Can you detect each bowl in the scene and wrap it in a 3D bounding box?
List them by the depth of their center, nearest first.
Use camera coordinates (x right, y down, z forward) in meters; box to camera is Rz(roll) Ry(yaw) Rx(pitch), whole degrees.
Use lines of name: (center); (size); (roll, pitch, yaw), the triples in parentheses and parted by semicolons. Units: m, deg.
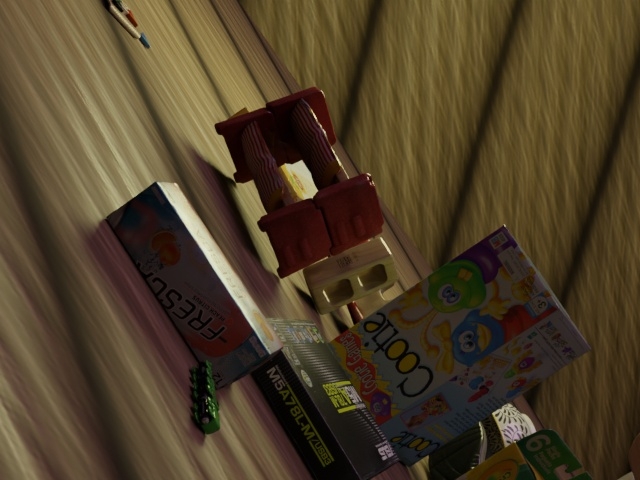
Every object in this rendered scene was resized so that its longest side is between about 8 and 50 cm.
bowl: (0.290, 0.316, 1.722); (0.170, 0.080, 0.170); (170, -90, -74)

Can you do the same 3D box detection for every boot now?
boot: (0.227, 0.361, 1.475); (0.179, 0.085, 0.236); (53, 18, -25)

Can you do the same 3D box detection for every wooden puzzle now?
wooden puzzle: (-0.274, -0.318, 1.507); (0.116, 0.014, 0.079); (44, 15, -52)

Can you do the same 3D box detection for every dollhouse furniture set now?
dollhouse furniture set: (0.000, 0.000, 1.518); (0.374, 0.152, 0.201); (71, -6, -48)

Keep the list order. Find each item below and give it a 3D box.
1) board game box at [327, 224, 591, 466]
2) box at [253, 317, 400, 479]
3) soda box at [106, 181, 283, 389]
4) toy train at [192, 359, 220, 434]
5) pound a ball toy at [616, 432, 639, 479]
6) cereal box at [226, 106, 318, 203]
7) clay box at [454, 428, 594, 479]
board game box: (0.167, 0.134, 1.364); (0.144, 0.275, 0.142); (44, 15, -51)
box: (0.001, 0.167, 1.126); (0.184, 0.045, 0.190); (55, 9, 14)
soda box: (-0.109, 0.038, 0.969); (0.183, 0.058, 0.063); (56, 9, 5)
toy train: (-0.091, 0.126, 0.885); (0.024, 0.017, 0.083); (62, 5, -26)
pound a ball toy: (0.079, 0.203, 0.537); (0.208, 0.319, 0.136); (46, 13, -44)
cereal box: (-0.056, -0.107, 1.779); (0.173, 0.047, 0.240); (59, 9, 18)
clay box: (0.133, 0.260, 0.919); (0.127, 0.222, 0.053); (49, 11, -33)
